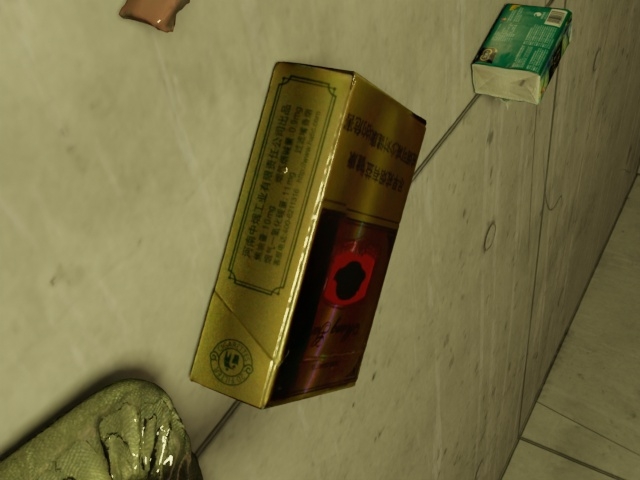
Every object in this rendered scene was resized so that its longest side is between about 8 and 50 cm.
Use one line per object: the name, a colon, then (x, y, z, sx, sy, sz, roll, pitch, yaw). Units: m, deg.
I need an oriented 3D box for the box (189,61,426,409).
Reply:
box: (0.000, 0.000, 0.526, 0.159, 0.071, 0.240, 11, 96, -64)

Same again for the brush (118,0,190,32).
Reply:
brush: (-0.016, -0.235, 0.358, 0.301, 0.084, 0.071, -59, 151, -12)

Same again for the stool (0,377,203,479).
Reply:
stool: (-0.099, 0.283, 0.348, 0.310, 0.226, 0.310, -44, 141, -39)

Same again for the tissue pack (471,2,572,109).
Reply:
tissue pack: (0.244, -0.219, 0.816, 0.111, 0.085, 0.079, -60, 150, -23)
